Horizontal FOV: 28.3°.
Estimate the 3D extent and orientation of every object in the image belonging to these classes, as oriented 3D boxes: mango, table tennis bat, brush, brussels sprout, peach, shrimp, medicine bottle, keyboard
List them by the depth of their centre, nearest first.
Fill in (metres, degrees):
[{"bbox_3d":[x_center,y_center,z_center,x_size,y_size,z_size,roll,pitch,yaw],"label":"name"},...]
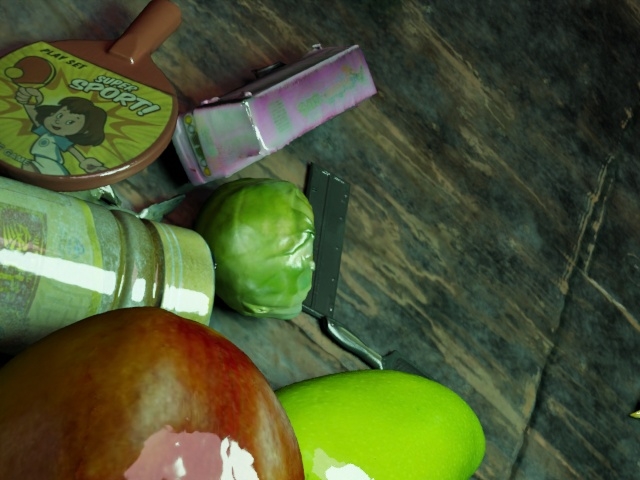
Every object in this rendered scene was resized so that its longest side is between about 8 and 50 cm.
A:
[{"bbox_3d":[-0.158,0.220,0.999,0.308,0.308,0.332,34,33,-22],"label":"peach"},{"bbox_3d":[-0.267,0.026,1.123,0.323,0.151,0.151,16,57,-34],"label":"medicine bottle"},{"bbox_3d":[0.055,0.221,1.283,0.343,0.156,0.192,-6,55,-46],"label":"mango"},{"bbox_3d":[-0.228,-0.152,1.283,0.200,0.038,0.310,23,47,9],"label":"table tennis bat"},{"bbox_3d":[-0.205,-0.083,1.315,0.150,0.051,0.217,50,52,-12],"label":"shrimp"},{"bbox_3d":[-0.072,0.007,1.324,0.122,0.151,0.149,3,90,-8],"label":"brussels sprout"},{"bbox_3d":[0.074,0.145,1.445,0.193,0.016,0.063,37,47,-20],"label":"brush"},{"bbox_3d":[0.000,0.000,1.467,0.064,0.010,0.198,29,51,-28],"label":"keyboard"}]

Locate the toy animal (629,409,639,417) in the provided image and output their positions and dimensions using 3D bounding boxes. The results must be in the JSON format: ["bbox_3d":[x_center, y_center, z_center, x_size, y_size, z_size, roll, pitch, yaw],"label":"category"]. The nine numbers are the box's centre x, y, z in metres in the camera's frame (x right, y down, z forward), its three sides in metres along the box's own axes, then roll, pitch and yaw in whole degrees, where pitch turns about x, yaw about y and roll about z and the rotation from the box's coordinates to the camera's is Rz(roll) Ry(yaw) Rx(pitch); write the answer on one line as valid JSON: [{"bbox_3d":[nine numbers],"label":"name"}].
[{"bbox_3d":[0.459,0.241,1.697,0.083,0.060,0.081,26,51,-39],"label":"toy animal"}]

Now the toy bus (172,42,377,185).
[{"bbox_3d":[-0.049,-0.149,1.422,0.274,0.112,0.090,-37,108,-52],"label":"toy bus"}]
